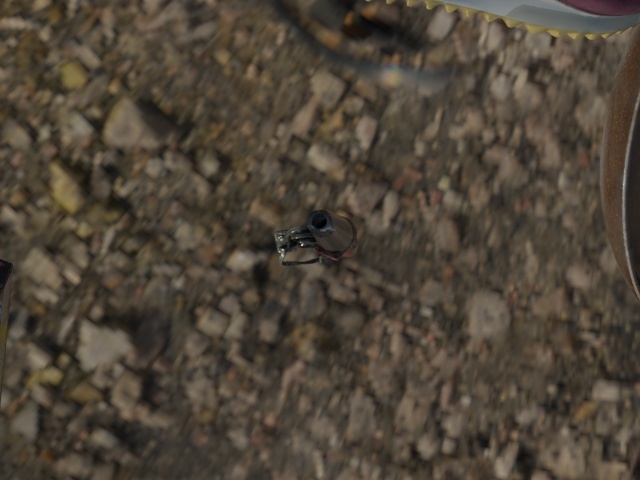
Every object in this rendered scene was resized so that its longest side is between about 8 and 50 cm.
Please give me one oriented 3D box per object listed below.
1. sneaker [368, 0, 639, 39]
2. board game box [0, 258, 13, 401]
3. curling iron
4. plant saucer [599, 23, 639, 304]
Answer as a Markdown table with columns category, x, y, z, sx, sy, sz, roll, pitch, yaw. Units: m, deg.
| category | x | y | z | sx | sy | sz | roll | pitch | yaw |
| --- | --- | --- | --- | --- | --- | --- | --- | --- | --- |
| sneaker | 0.057 | -0.103 | 0.465 | 0.084 | 0.185 | 0.069 | -47 | 63 | 36 |
| board game box | -0.259 | 0.113 | 1.265 | 0.048 | 0.141 | 0.170 | 15 | 131 | 1 |
| curling iron | 0.000 | 0.000 | 1.437 | 0.068 | 0.274 | 0.035 | -9 | 88 | -2 |
| plant saucer | 0.280 | -0.084 | 1.265 | 0.050 | 0.310 | 0.310 | 21 | 117 | 39 |
